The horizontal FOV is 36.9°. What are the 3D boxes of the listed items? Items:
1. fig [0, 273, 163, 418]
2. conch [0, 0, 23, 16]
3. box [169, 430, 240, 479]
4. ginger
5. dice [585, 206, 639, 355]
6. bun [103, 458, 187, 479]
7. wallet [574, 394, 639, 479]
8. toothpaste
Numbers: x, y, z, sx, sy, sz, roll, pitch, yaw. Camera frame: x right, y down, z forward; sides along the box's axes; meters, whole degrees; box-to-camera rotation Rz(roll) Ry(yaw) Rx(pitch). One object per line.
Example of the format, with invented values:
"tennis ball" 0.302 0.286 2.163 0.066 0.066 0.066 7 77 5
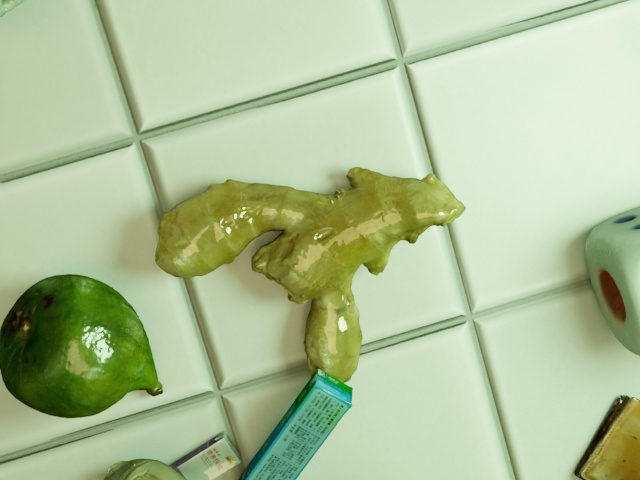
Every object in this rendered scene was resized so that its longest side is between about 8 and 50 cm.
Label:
"fig" -0.316 0.157 1.369 0.235 0.203 0.203 20 98 -47
"conch" -0.536 -0.421 1.231 0.249 0.197 0.368 -31 96 -37
"box" -0.181 0.340 1.447 0.117 0.036 0.050 -34 100 1
"ginger" -0.012 -0.010 1.382 0.363 0.122 0.348 39 92 -3
"dice" 0.505 0.050 1.382 0.192 0.194 0.193 -18 98 -3
"bun" -0.257 0.408 1.393 0.173 0.113 0.166 12 120 24
"wallet" 0.515 0.343 1.505 0.195 0.042 0.161 27 100 -10
"toothpaste" -0.048 0.309 1.410 0.065 0.050 0.266 31 112 -7
